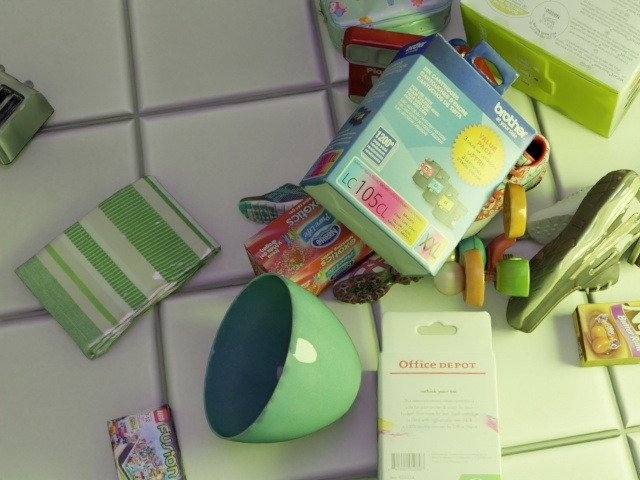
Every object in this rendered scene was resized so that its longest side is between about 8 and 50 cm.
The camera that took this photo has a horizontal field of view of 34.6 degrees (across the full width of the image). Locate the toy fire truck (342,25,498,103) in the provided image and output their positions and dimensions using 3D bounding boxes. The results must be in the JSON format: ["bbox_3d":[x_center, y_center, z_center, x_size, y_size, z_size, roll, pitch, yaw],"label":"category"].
[{"bbox_3d":[0.192,-0.306,1.977,0.302,0.254,0.169,10,67,6],"label":"toy fire truck"}]

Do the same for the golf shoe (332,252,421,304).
[{"bbox_3d":[0.109,0.061,1.933,0.186,0.067,0.086,-21,33,0],"label":"golf shoe"}]

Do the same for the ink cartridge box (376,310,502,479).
[{"bbox_3d":[0.202,0.306,1.783,0.207,0.119,0.353,0,68,3],"label":"ink cartridge box"}]

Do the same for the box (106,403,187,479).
[{"bbox_3d":[-0.299,0.401,1.805,0.114,0.036,0.207,-16,67,-5],"label":"box"}]

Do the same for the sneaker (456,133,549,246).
[{"bbox_3d":[0.321,-0.103,1.944,0.270,0.145,0.090,-35,70,-12],"label":"sneaker"}]

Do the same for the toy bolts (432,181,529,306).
[{"bbox_3d":[0.277,0.008,1.845,0.159,0.228,0.218,0,88,2],"label":"toy bolts"}]

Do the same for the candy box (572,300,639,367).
[{"bbox_3d":[0.563,0.168,1.869,0.187,0.053,0.109,-4,66,-1],"label":"candy box"}]

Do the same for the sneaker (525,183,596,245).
[{"bbox_3d":[0.502,-0.055,1.961,0.235,0.090,0.094,-9,49,-3],"label":"sneaker"}]

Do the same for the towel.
[{"bbox_3d":[-0.384,0.041,1.967,0.325,0.038,0.248,-40,70,-12],"label":"towel"}]

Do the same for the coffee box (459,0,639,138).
[{"bbox_3d":[0.497,-0.443,1.941,0.338,0.337,0.334,33,90,15],"label":"coffee box"}]

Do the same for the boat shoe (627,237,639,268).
[{"bbox_3d":[0.700,-0.048,1.925,0.104,0.110,0.307,39,74,18],"label":"boat shoe"}]

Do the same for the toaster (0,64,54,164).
[{"bbox_3d":[-0.662,-0.256,2.064,0.168,0.110,0.185,30,71,15],"label":"toaster"}]

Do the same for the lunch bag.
[{"bbox_3d":[0.128,-0.515,2.150,0.279,0.108,0.224,-13,72,-2],"label":"lunch bag"}]

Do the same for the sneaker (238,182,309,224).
[{"bbox_3d":[-0.076,-0.077,2.002,0.167,0.065,0.076,0,50,-1],"label":"sneaker"}]

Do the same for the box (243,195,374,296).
[{"bbox_3d":[0.000,0.000,1.913,0.257,0.128,0.122,-36,62,-13],"label":"box"}]

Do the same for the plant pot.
[{"bbox_3d":[-0.046,0.223,1.770,0.195,0.290,0.290,22,64,-27],"label":"plant pot"}]

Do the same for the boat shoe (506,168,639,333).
[{"bbox_3d":[0.481,0.039,1.853,0.130,0.132,0.355,37,99,-9],"label":"boat shoe"}]

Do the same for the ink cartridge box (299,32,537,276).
[{"bbox_3d":[0.190,-0.170,1.809,0.270,0.151,0.395,40,75,-17],"label":"ink cartridge box"}]
